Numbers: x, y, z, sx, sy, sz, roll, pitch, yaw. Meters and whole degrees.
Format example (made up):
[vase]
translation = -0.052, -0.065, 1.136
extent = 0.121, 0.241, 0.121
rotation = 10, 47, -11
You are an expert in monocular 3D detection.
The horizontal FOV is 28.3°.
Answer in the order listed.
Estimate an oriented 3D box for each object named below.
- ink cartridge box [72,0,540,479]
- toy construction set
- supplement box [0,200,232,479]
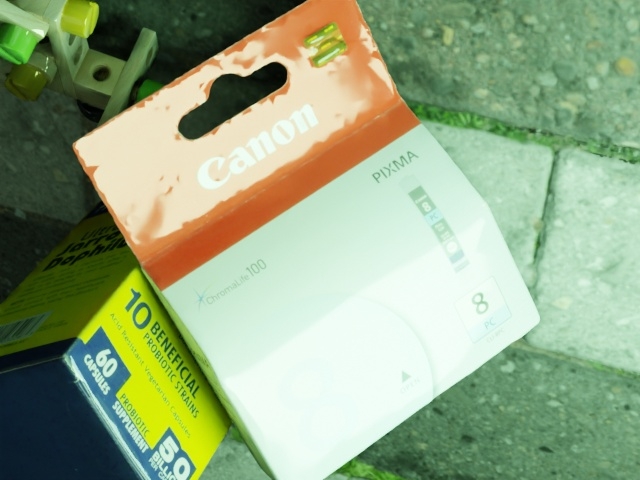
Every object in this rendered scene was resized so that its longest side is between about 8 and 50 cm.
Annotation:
[ink cartridge box]
translation = 0.000, 0.000, 1.181
extent = 0.385, 0.308, 0.091
rotation = 62, 165, -22
[toy construction set]
translation = -0.269, -0.168, 1.188
extent = 0.237, 0.308, 0.257
rotation = 26, 136, -1
[supplement box]
translation = -0.190, 0.102, 1.279
extent = 0.195, 0.356, 0.194
rotation = -16, 115, 31
